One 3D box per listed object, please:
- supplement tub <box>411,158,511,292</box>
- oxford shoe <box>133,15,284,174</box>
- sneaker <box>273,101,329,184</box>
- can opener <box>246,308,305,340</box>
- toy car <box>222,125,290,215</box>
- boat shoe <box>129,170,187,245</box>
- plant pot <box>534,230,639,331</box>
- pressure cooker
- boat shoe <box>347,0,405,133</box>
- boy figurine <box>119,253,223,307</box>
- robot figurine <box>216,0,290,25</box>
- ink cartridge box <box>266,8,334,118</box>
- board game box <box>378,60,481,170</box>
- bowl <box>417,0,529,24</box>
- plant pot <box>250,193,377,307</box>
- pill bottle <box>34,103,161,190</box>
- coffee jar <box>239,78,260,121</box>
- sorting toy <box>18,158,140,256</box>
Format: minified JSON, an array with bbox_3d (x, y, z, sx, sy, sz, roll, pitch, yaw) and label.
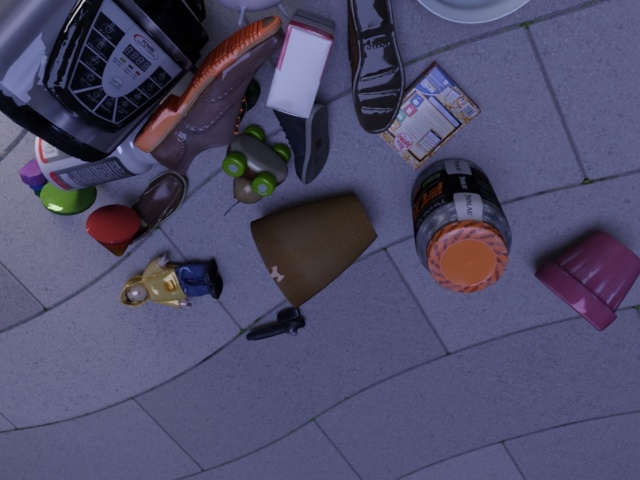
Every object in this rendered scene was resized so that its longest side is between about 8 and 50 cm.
[{"bbox_3d":[0.298,-0.037,1.146,0.193,0.316,0.194,3,119,5],"label":"supplement tub"},{"bbox_3d":[-0.186,-0.266,0.991,0.363,0.130,0.133,-36,120,23],"label":"oxford shoe"},{"bbox_3d":[-0.047,-0.239,1.221,0.118,0.083,0.222,34,142,24],"label":"sneaker"},{"bbox_3d":[-0.128,0.255,1.519,0.186,0.073,0.059,-24,153,22],"label":"can opener"},{"bbox_3d":[-0.178,-0.144,1.247,0.149,0.155,0.188,34,130,-12],"label":"toy car"},{"bbox_3d":[-0.433,-0.070,1.338,0.095,0.095,0.257,40,116,-15],"label":"boat shoe"},{"bbox_3d":[0.649,0.084,1.258,0.201,0.201,0.180,37,101,-14],"label":"plant pot"},{"bbox_3d":[-0.418,-0.405,0.960,0.375,0.370,0.420,43,91,-15],"label":"pressure cooker"},{"bbox_3d":[0.113,-0.383,1.099,0.110,0.104,0.307,-4,117,-1],"label":"boat shoe"},{"bbox_3d":[-0.419,0.115,1.447,0.285,0.092,0.177,-7,121,7],"label":"boy figurine"},{"bbox_3d":[-0.142,-0.572,0.941,0.300,0.200,0.353,-22,108,-27],"label":"robot figurine"},{"bbox_3d":[-0.037,-0.359,1.060,0.092,0.218,0.159,16,120,-9],"label":"ink cartridge box"},{"bbox_3d":[0.232,-0.273,1.176,0.147,0.045,0.193,40,116,-16],"label":"board game box"},{"bbox_3d":[0.280,-0.558,0.959,0.297,0.134,0.298,2,119,4],"label":"bowl"},{"bbox_3d":[0.000,0.000,1.275,0.254,0.237,0.237,-28,114,4],"label":"plant pot"},{"bbox_3d":[-0.487,-0.219,1.223,0.283,0.161,0.161,-11,118,12],"label":"pill bottle"},{"bbox_3d":[-0.193,-0.303,1.127,0.096,0.184,0.079,25,119,-8],"label":"coffee jar"},{"bbox_3d":[-0.602,-0.066,1.324,0.365,0.127,0.126,31,141,14],"label":"sorting toy"}]
